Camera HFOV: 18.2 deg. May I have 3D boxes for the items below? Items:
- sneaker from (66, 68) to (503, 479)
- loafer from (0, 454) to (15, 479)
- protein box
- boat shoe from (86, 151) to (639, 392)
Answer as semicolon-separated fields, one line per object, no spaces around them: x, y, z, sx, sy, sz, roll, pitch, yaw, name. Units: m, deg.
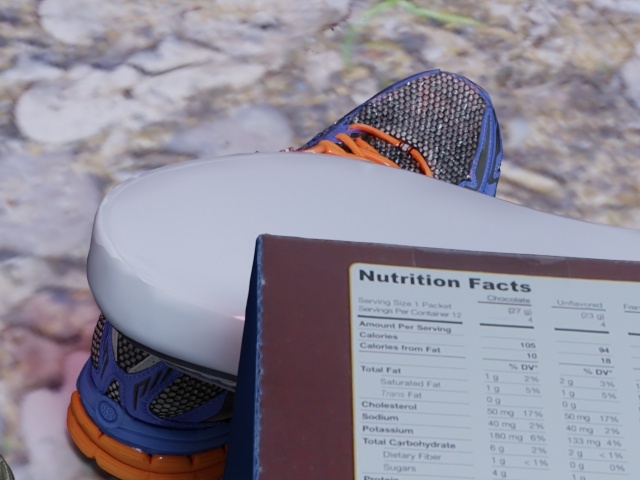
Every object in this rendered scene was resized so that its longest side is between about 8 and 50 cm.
0.000;0.000;0.723;0.083;0.087;0.221;32;51;17;sneaker
-0.143;0.113;0.621;0.056;0.050;0.148;20;48;8;loafer
0.038;0.139;0.527;0.136;0.200;0.201;4;48;-5;protein box
0.063;0.048;0.659;0.301;0.102;0.108;7;33;-23;boat shoe
